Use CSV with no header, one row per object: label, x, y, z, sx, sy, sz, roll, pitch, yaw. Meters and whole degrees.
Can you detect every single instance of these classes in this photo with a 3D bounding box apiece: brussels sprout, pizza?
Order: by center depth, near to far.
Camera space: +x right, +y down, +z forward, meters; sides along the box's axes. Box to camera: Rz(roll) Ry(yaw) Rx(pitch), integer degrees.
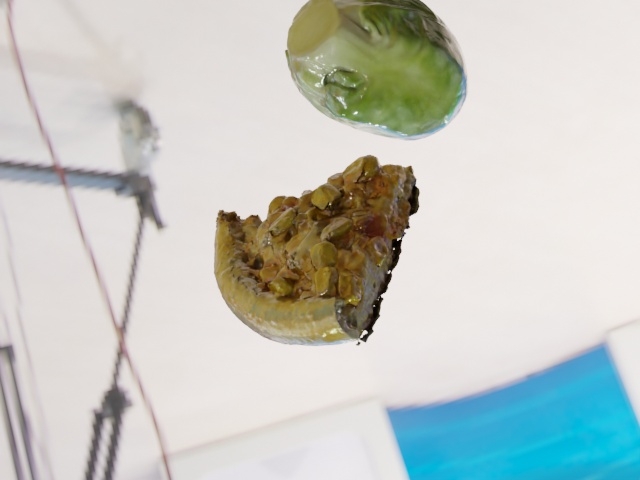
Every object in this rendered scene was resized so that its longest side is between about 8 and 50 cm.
pizza,0.000,0.000,0.864,0.131,0.178,0.041,-37,120,5
brussels sprout,0.046,-0.143,1.238,0.117,0.155,0.155,-58,152,1
